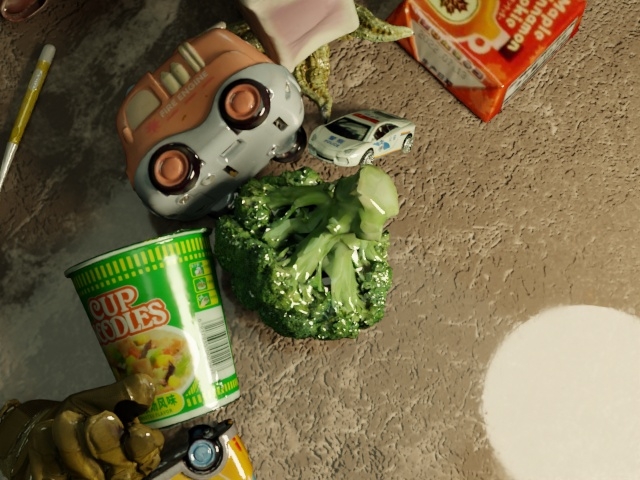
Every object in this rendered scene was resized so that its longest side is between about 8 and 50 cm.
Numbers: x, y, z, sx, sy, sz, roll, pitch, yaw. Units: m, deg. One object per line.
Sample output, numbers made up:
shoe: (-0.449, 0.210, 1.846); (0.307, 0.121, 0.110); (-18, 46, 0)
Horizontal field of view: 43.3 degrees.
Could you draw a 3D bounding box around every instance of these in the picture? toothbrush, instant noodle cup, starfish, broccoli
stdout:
toothbrush: (-0.447, -0.163, 1.186); (0.021, 0.024, 0.288); (15, 77, 0)
instant noodle cup: (-0.203, 0.121, 1.071); (0.207, 0.207, 0.232); (-19, 87, -9)
starfish: (-0.008, -0.361, 1.228); (0.347, 0.078, 0.358); (33, 85, 22)
broccoli: (0.000, 0.000, 1.080); (0.270, 0.270, 0.270); (24, 45, -27)

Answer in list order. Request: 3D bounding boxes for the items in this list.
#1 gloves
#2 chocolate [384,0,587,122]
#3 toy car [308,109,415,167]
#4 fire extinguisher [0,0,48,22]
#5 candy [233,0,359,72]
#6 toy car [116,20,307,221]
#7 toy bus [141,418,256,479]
gloves: (-0.287, 0.248, 0.966); (0.154, 0.331, 0.141); (-20, 94, -41)
chocolate: (0.262, -0.349, 1.250); (0.235, 0.108, 0.237); (45, 76, 4)
toy car: (0.061, -0.151, 1.160); (0.095, 0.205, 0.056); (25, 119, 26)
fire extinguisher: (-0.520, -0.457, 1.212); (0.105, 0.105, 0.269); (-41, 84, -12)
candy: (-0.097, -0.429, 1.123); (0.145, 0.208, 0.358); (-31, 70, 3)
toy car: (-0.166, -0.168, 1.123); (0.270, 0.180, 0.212); (-42, 71, 5)
toy bus: (-0.179, 0.337, 1.053); (0.209, 0.126, 0.136); (-30, 90, -11)
